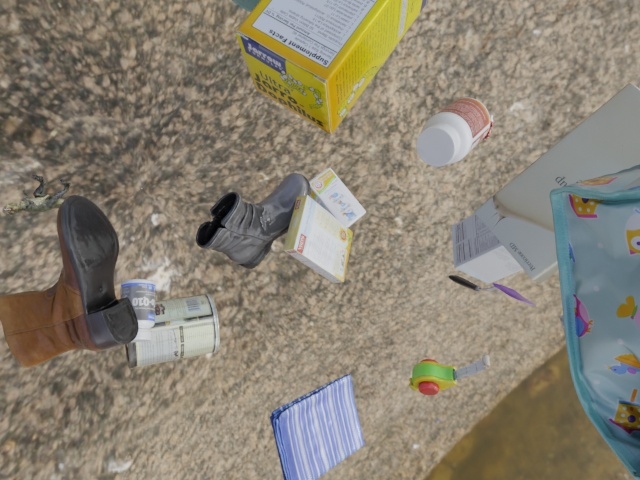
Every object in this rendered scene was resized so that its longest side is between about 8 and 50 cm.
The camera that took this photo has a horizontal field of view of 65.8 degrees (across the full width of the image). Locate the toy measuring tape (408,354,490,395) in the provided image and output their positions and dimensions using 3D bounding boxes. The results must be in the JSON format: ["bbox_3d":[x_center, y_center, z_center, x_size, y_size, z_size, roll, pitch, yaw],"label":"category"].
[{"bbox_3d":[0.403,0.435,1.645,0.121,0.330,0.121,20,50,-27],"label":"toy measuring tape"}]

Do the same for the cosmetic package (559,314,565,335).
[{"bbox_3d":[0.696,0.234,1.152,0.127,0.238,0.107,-29,117,-3],"label":"cosmetic package"}]

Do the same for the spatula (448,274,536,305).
[{"bbox_3d":[0.438,0.125,1.320,0.084,0.296,0.030,18,87,-24],"label":"spatula"}]

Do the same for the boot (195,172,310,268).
[{"bbox_3d":[-0.179,-0.083,1.390,0.338,0.118,0.222,-56,144,-4],"label":"boot"}]

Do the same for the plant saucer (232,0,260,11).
[{"bbox_3d":[-0.149,-0.539,1.081,0.194,0.195,0.038,19,90,-21],"label":"plant saucer"}]

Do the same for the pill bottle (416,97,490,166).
[{"bbox_3d":[0.311,-0.254,1.166,0.216,0.121,0.121,-39,110,-45],"label":"pill bottle"}]

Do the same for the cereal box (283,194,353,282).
[{"bbox_3d":[0.000,0.000,1.440,0.240,0.047,0.173,37,57,-42],"label":"cereal box"}]

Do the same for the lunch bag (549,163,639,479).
[{"bbox_3d":[0.333,0.058,0.426,0.223,0.160,0.262,-14,95,-31],"label":"lunch bag"}]

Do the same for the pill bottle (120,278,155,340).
[{"bbox_3d":[-0.423,0.163,1.144,0.078,0.078,0.137,1,73,-20],"label":"pill bottle"}]

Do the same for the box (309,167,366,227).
[{"bbox_3d":[0.046,-0.134,1.723,0.103,0.114,0.203,-38,88,-17],"label":"box"}]

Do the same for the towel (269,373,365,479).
[{"bbox_3d":[0.003,0.564,1.461,0.336,0.040,0.243,-13,91,-45],"label":"towel"}]

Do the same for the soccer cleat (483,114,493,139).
[{"bbox_3d":[0.444,-0.301,1.322,0.029,0.083,0.036,14,68,10],"label":"soccer cleat"}]

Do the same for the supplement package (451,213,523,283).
[{"bbox_3d":[0.663,0.006,1.861,0.199,0.262,0.198,23,54,-26],"label":"supplement package"}]

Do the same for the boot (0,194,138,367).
[{"bbox_3d":[-0.462,0.079,0.861,0.280,0.096,0.264,-14,101,27],"label":"boot"}]

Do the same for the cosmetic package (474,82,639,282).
[{"bbox_3d":[0.437,-0.084,0.827,0.309,0.113,0.160,-43,65,17],"label":"cosmetic package"}]

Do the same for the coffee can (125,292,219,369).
[{"bbox_3d":[-0.486,0.289,1.600,0.275,0.201,0.202,-5,98,-25],"label":"coffee can"}]

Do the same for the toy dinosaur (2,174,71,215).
[{"bbox_3d":[-0.820,-0.132,1.494,0.268,0.064,0.118,-6,121,-55],"label":"toy dinosaur"}]

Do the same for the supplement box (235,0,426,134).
[{"bbox_3d":[0.037,-0.423,0.938,0.194,0.195,0.357,33,80,12],"label":"supplement box"}]
